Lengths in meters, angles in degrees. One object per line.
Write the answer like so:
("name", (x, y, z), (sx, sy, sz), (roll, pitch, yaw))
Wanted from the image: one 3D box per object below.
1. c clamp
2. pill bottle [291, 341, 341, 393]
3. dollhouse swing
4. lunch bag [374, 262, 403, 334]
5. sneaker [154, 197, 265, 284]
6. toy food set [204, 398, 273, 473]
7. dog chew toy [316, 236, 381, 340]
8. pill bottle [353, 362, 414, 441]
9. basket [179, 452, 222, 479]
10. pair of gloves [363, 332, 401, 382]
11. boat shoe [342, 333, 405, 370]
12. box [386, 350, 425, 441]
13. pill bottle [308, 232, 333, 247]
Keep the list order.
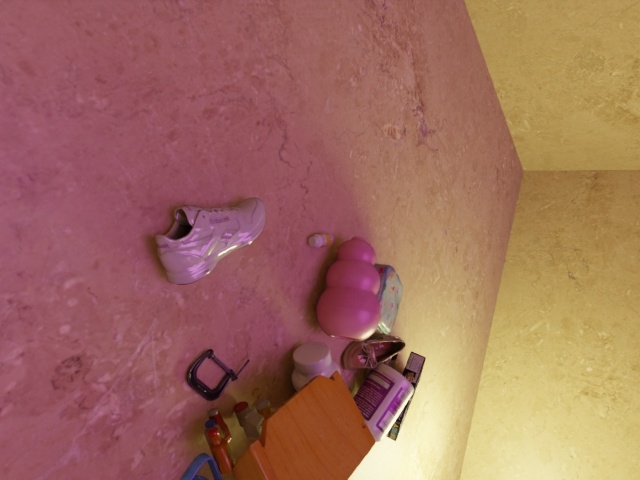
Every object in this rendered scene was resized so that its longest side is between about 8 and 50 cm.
("c clamp", (-0.262, 0.327, 1.102), (0.137, 0.022, 0.161), (-58, 138, -22))
("pill bottle", (-0.006, 0.455, 1.347), (0.152, 0.152, 0.272), (-32, 120, -46))
("dollhouse swing", (-0.085, 0.574, 1.147), (0.347, 0.305, 0.315), (-24, 85, -51))
("lunch bag", (0.211, 0.219, 1.607), (0.279, 0.107, 0.224), (52, 54, -55))
("sneaker", (-0.238, -0.035, 0.998), (0.305, 0.114, 0.152), (-45, 130, -40))
("toy food set", (-0.215, 0.454, 1.098), (0.232, 0.111, 0.105), (-36, 111, -59))
("dog chew toy", (0.102, 0.149, 1.415), (0.206, 0.206, 0.332), (32, 63, -50))
("pill bottle", (0.195, 0.618, 1.605), (0.301, 0.169, 0.169), (-50, 133, -19))
("basket", (-0.290, 0.636, 0.956), (0.255, 0.201, 0.289), (-49, 140, -37))
("pair of gloves", (0.255, 0.484, 1.786), (0.240, 0.042, 0.204), (21, 79, -51))
("boat shoe", (0.200, 0.411, 1.637), (0.285, 0.089, 0.105), (-13, 96, -42))
("box", (0.348, 0.655, 1.833), (0.293, 0.073, 0.295), (-57, 157, -29))
("pill bottle", (0.000, 0.000, 1.376), (0.083, 0.043, 0.043), (-8, 102, -51))
